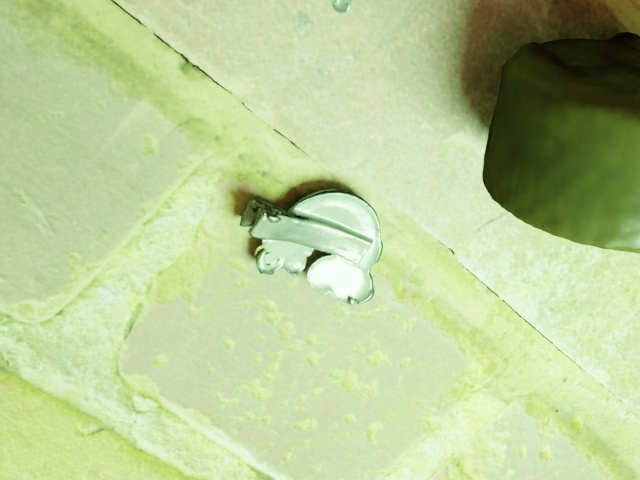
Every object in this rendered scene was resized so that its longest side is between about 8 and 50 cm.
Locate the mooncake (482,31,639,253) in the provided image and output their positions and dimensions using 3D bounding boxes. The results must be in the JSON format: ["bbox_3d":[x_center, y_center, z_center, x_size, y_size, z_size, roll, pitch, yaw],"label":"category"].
[{"bbox_3d":[0.302,-0.100,1.083,0.285,0.284,0.155,-1,114,-19],"label":"mooncake"}]

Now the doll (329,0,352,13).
[{"bbox_3d":[-0.012,-0.299,0.989,0.114,0.057,0.227,-7,122,10],"label":"doll"}]

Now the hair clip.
[{"bbox_3d":[0.000,0.000,1.176,0.172,0.049,0.116,18,117,-30],"label":"hair clip"}]
